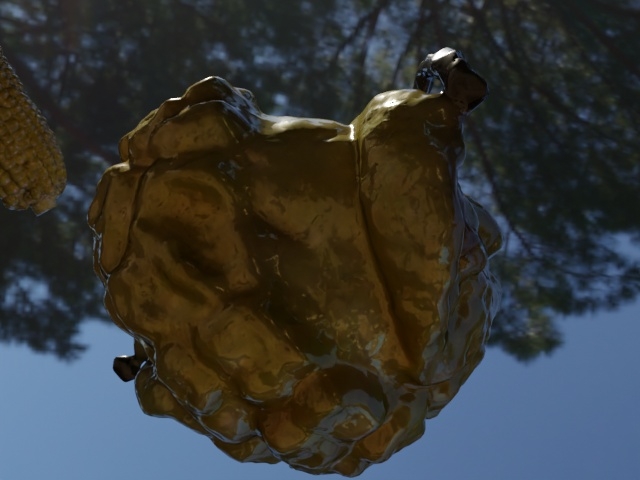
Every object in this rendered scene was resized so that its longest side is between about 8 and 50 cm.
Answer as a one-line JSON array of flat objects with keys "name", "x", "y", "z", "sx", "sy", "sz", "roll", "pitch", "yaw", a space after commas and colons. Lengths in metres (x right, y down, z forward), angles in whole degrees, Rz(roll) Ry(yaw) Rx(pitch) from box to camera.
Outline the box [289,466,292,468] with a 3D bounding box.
[{"name": "box", "x": -0.023, "y": 0.139, "z": 1.359, "sx": 0.220, "sy": 0.064, "sz": 0.141, "roll": -131, "pitch": -139, "yaw": -69}]

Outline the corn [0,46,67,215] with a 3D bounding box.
[{"name": "corn", "x": -0.331, "y": -0.150, "z": 1.172, "sx": 0.086, "sy": 0.086, "sz": 0.288, "roll": -14, "pitch": -69, "yaw": 44}]

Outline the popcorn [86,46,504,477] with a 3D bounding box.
[{"name": "popcorn", "x": 0.000, "y": 0.000, "z": 0.967, "sx": 0.382, "sy": 0.349, "sz": 0.349, "roll": -50, "pitch": -127, "yaw": 26}]
